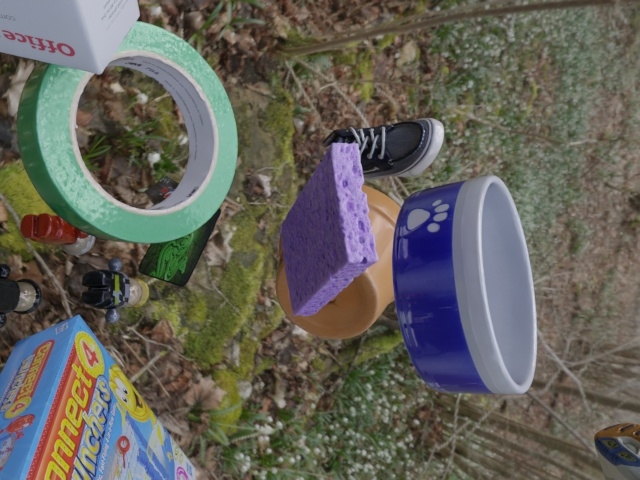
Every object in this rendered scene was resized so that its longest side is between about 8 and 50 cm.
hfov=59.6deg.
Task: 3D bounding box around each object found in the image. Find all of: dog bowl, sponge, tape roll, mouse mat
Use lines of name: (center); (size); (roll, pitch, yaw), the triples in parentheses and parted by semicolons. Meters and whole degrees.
dog bowl: (0.190, 0.057, 0.703); (0.264, 0.104, 0.265); (22, 63, -55)
sponge: (0.000, 0.000, 0.589); (0.031, 0.210, 0.117); (-3, 71, -18)
tape roll: (-0.272, -0.156, 0.839); (0.321, 0.077, 0.322); (-2, 93, -46)
mouse mat: (-0.307, 0.000, 1.214); (0.007, 0.152, 0.190); (45, 63, -55)

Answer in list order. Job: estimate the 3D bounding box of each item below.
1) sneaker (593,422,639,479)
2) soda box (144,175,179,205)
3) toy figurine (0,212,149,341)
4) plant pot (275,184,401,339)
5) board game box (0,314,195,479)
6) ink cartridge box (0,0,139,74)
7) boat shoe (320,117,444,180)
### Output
sneaker: (0.477, 0.367, 0.734); (0.111, 0.296, 0.131); (-14, 102, 3)
soda box: (-0.290, -0.078, 1.099); (0.060, 0.169, 0.053); (-39, 121, -15)
toy figurine: (-0.407, 0.081, 0.874); (0.209, 0.148, 0.213); (40, 87, 10)
plant pot: (0.035, 0.058, 1.110); (0.291, 0.290, 0.203); (60, 29, -20)
board game box: (-0.244, 0.288, 0.604); (0.086, 0.308, 0.302); (-24, 118, 0)
ink cartridge box: (-0.336, -0.346, 0.567); (0.223, 0.308, 0.129); (13, 58, 2)
boat shoe: (0.125, -0.214, 1.296); (0.158, 0.340, 0.127); (11, 79, -24)
